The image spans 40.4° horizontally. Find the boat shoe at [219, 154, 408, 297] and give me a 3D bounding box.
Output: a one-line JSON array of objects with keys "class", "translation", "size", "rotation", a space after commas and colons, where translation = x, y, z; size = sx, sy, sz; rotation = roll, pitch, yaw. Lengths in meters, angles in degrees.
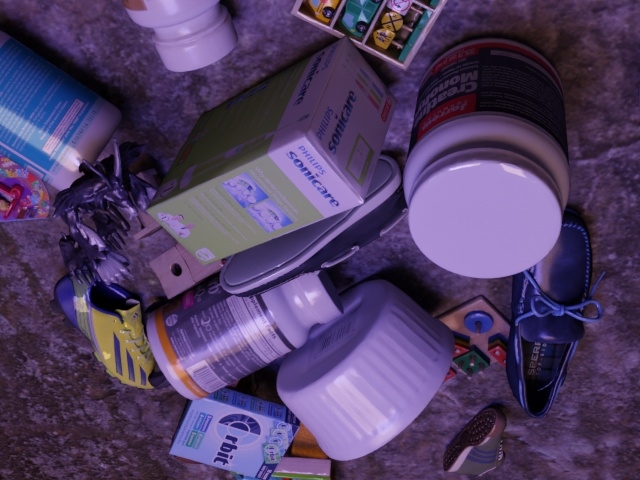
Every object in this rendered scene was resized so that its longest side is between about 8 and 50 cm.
[{"class": "boat shoe", "translation": [0.000, 0.000, 1.241], "size": [0.302, 0.114, 0.091], "rotation": [-31, 133, 3]}]

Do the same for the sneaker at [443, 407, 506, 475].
[{"class": "sneaker", "translation": [0.306, 0.375, 1.593], "size": [0.086, 0.064, 0.192], "rotation": [19, 132, -14]}]

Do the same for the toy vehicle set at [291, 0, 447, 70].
[{"class": "toy vehicle set", "translation": [0.091, -0.347, 1.030], "size": [0.166, 0.035, 0.267], "rotation": [24, 131, -8]}]

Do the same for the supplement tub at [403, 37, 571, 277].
[{"class": "supplement tub", "translation": [0.202, -0.106, 1.055], "size": [0.191, 0.272, 0.191], "rotation": [6, 131, 7]}]

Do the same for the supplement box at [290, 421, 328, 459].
[{"class": "supplement box", "translation": [-0.005, 0.309, 1.592], "size": [0.080, 0.078, 0.233], "rotation": [10, 131, 5]}]

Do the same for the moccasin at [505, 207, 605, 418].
[{"class": "moccasin", "translation": [0.353, 0.118, 1.296], "size": [0.138, 0.117, 0.342], "rotation": [-3, 121, 3]}]

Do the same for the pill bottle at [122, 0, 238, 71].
[{"class": "pill bottle", "translation": [-0.186, -0.328, 1.046], "size": [0.131, 0.131, 0.229], "rotation": [-7, 128, 18]}]

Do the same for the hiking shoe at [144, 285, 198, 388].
[{"class": "hiking shoe", "translation": [-0.260, 0.158, 1.519], "size": [0.114, 0.086, 0.227], "rotation": [33, 114, -3]}]

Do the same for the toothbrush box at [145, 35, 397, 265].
[{"class": "toothbrush box", "translation": [-0.062, -0.111, 1.133], "size": [0.283, 0.206, 0.122], "rotation": [-22, 123, 37]}]

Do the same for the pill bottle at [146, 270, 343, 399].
[{"class": "pill bottle", "translation": [-0.115, 0.121, 1.357], "size": [0.278, 0.162, 0.162], "rotation": [-29, 122, 6]}]

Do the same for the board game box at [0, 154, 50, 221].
[{"class": "board game box", "translation": [-0.527, -0.074, 1.409], "size": [0.169, 0.033, 0.133], "rotation": [-4, 129, 15]}]

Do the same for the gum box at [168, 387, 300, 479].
[{"class": "gum box", "translation": [-0.147, 0.328, 1.486], "size": [0.184, 0.041, 0.157], "rotation": [19, 124, -12]}]

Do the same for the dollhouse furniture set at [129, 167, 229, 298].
[{"class": "dollhouse furniture set", "translation": [-0.197, -0.033, 1.335], "size": [0.129, 0.129, 0.183], "rotation": [-29, 89, 32]}]

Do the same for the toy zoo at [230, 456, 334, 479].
[{"class": "toy zoo", "translation": [-0.069, 0.460, 1.696], "size": [0.192, 0.030, 0.293], "rotation": [3, 157, 5]}]

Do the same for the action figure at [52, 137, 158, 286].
[{"class": "action figure", "translation": [-0.281, -0.032, 1.181], "size": [0.141, 0.164, 0.276], "rotation": [41, 152, -2]}]

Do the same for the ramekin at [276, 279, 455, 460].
[{"class": "ramekin", "translation": [0.060, 0.190, 1.351], "size": [0.277, 0.277, 0.135], "rotation": [-34, 109, 34]}]

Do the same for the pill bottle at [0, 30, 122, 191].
[{"class": "pill bottle", "translation": [-0.422, -0.192, 1.207], "size": [0.264, 0.146, 0.146], "rotation": [34, 129, -17]}]

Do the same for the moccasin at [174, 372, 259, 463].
[{"class": "moccasin", "translation": [-0.172, 0.299, 1.583], "size": [0.147, 0.139, 0.380], "rotation": [14, 130, -8]}]

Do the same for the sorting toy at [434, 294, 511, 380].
[{"class": "sorting toy", "translation": [0.245, 0.174, 1.439], "size": [0.274, 0.046, 0.132], "rotation": [-31, 117, 33]}]

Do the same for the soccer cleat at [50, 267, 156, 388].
[{"class": "soccer cleat", "translation": [-0.350, 0.160, 1.534], "size": [0.121, 0.093, 0.289], "rotation": [-24, 124, 17]}]
